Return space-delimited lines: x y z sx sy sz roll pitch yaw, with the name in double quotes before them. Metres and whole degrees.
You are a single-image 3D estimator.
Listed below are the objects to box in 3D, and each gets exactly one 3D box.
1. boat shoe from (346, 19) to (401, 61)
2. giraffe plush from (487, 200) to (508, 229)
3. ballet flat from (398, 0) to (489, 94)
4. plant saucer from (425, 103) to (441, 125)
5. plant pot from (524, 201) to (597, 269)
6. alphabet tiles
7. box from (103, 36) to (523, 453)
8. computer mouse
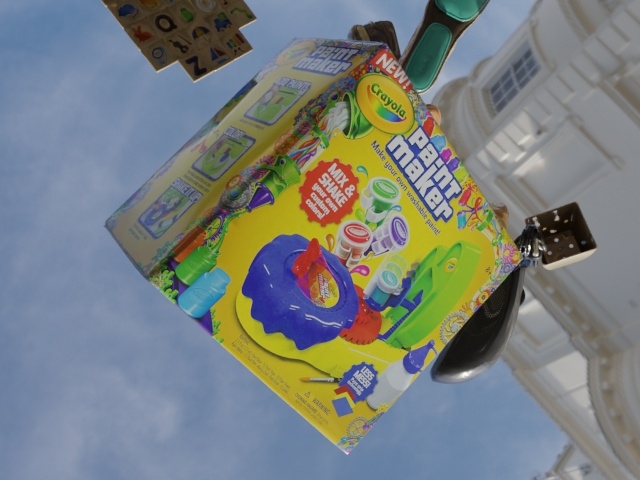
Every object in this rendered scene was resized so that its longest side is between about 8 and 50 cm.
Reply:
"boat shoe" 0.180 -0.350 1.575 0.130 0.132 0.355 -23 -78 -3
"giraffe plush" 0.151 0.029 0.945 0.182 0.210 0.170 -12 -67 -35
"ballet flat" 0.237 -0.431 1.315 0.108 0.106 0.316 33 -83 -11
"plant saucer" 0.184 -0.200 1.191 0.084 0.083 0.013 -22 -139 -32
"plant pot" 0.486 0.003 1.365 0.109 0.096 0.108 -20 -117 11
"alphabet tiles" -0.314 -0.520 1.473 0.285 0.011 0.342 -38 -87 -27
"box" 0.000 0.000 0.680 0.279 0.177 0.290 -47 -58 -8
"computer mouse" 0.261 0.109 0.987 0.072 0.188 0.272 34 -86 17
